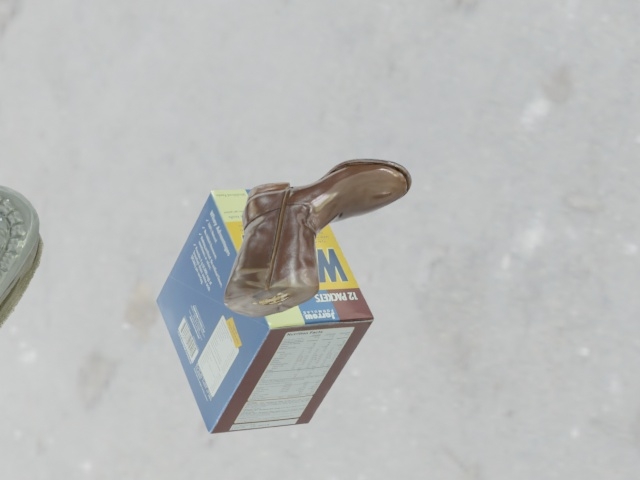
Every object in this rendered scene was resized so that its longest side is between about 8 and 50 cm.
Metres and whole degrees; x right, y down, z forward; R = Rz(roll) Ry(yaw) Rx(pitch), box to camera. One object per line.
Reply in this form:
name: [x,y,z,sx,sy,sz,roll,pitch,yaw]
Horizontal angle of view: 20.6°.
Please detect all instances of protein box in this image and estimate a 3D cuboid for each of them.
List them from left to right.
protein box: [-0.069,0.079,2.018,0.201,0.136,0.200,-60,44,42]

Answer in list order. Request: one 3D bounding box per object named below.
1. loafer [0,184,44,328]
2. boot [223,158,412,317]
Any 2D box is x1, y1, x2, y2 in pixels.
loafer: [-0.271,0.066,1.175,0.094,0.087,0.251,44,98,18]
boot: [0.000,0.000,1.016,0.106,0.037,0.114,-13,29,12]
